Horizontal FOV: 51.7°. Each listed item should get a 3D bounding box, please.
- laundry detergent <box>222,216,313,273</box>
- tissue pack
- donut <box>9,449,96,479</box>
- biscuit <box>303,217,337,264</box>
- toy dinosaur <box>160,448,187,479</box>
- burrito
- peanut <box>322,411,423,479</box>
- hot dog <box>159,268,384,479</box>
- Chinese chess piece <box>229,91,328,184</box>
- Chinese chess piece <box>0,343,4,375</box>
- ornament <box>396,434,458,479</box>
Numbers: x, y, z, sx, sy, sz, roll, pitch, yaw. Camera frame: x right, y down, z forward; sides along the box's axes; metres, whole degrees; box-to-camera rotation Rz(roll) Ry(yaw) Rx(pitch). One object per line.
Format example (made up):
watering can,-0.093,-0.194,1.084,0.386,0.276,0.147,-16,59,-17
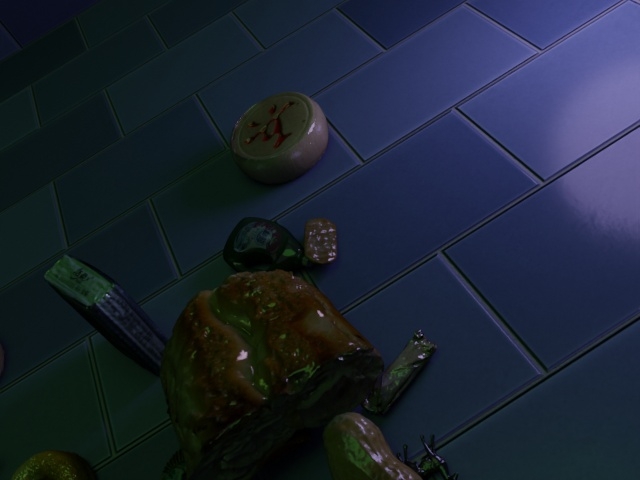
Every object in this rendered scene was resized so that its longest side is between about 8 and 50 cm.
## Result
laundry detergent,-0.108,0.028,1.429,0.210,0.063,0.137,20,67,34
tissue pack,-0.418,0.152,1.336,0.185,0.257,0.081,21,62,37
donut,-0.513,0.477,1.236,0.174,0.075,0.190,-40,47,-10
biscuit,0.000,0.000,1.400,0.071,0.018,0.147,7,40,-5
toy dinosaur,-0.259,0.418,1.192,0.187,0.044,0.106,-27,31,21
burrito,0.138,0.233,1.151,0.051,0.042,0.171,30,67,37
peanut,0.093,0.374,1.011,0.101,0.117,0.263,-13,39,-36
hot dog,-0.122,0.218,1.188,0.367,0.196,0.365,-31,41,-11
Chinese chess piece,-0.101,-0.253,1.631,0.249,0.103,0.250,-14,50,17
Chinese chess piece,-0.864,0.306,1.534,0.250,0.097,0.251,-14,47,16
ornament,0.173,0.366,1.031,0.073,0.028,0.125,-30,44,-1
